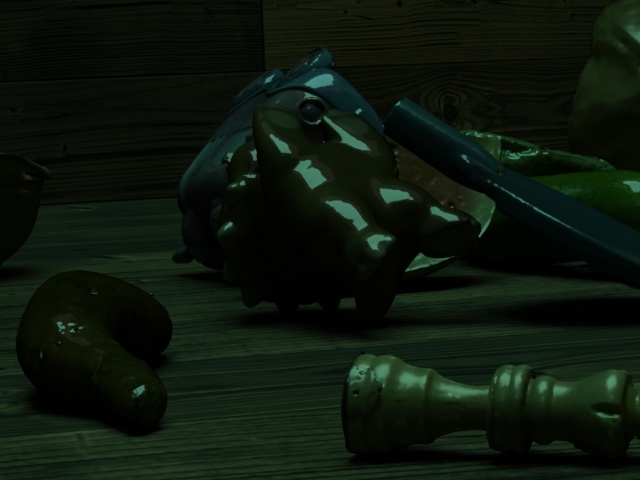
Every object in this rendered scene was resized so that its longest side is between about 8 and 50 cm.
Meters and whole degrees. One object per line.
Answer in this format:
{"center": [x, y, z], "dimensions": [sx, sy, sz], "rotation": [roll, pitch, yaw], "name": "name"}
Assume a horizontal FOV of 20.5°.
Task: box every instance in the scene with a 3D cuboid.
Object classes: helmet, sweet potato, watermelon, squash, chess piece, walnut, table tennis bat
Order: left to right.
{"center": [-0.422, -0.025, 2.111], "dimensions": [0.204, 0.137, 0.257], "rotation": [-3, -2, 0], "name": "helmet"}
{"center": [-0.156, 0.068, 1.230], "dimensions": [0.108, 0.079, 0.346], "rotation": [9, 7, -5], "name": "sweet potato"}
{"center": [0.050, -0.011, 1.825], "dimensions": [0.303, 0.159, 0.128], "rotation": [-6, -24, -18], "name": "watermelon"}
{"center": [0.100, 0.091, 0.956], "dimensions": [0.172, 0.060, 0.060], "rotation": [1, 6, 18], "name": "chess piece"}
{"center": [0.243, -0.022, 1.901], "dimensions": [0.101, 0.101, 0.379], "rotation": [-5, 3, -29], "name": "squash"}
{"center": [0.202, -0.028, 1.551], "dimensions": [0.329, 0.044, 0.215], "rotation": [31, 13, 12], "name": "table tennis bat"}
{"center": [0.506, -0.179, 2.325], "dimensions": [0.384, 0.383, 0.383], "rotation": [-3, 5, 0], "name": "walnut"}

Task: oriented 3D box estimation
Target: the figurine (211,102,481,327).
{"center": [0.001, -0.003, 1.568], "dimensions": [0.177, 0.173, 0.247], "rotation": [-13, 42, -45], "name": "figurine"}

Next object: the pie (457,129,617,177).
{"center": [0.213, -0.060, 2.117], "dimensions": [0.303, 0.066, 0.302], "rotation": [-1, -18, 0], "name": "pie"}

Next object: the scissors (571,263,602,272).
{"center": [0.306, 0.029, 1.767], "dimensions": [0.085, 0.022, 0.176], "rotation": [-2, 1, -4], "name": "scissors"}

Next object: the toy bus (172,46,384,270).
{"center": [-0.044, -0.059, 1.958], "dimensions": [0.232, 0.197, 0.294], "rotation": [-43, 14, -20], "name": "toy bus"}
